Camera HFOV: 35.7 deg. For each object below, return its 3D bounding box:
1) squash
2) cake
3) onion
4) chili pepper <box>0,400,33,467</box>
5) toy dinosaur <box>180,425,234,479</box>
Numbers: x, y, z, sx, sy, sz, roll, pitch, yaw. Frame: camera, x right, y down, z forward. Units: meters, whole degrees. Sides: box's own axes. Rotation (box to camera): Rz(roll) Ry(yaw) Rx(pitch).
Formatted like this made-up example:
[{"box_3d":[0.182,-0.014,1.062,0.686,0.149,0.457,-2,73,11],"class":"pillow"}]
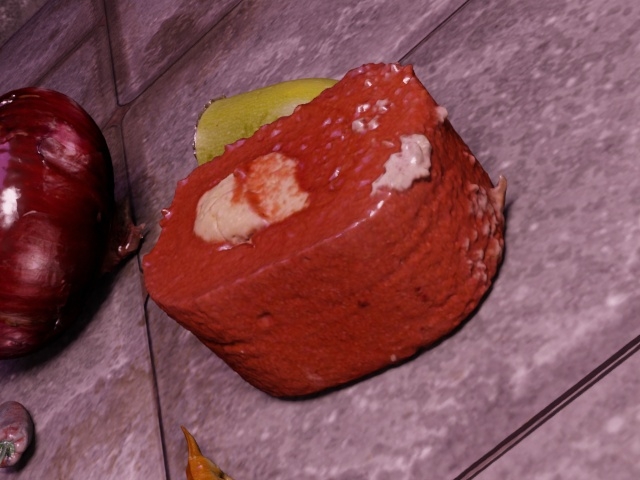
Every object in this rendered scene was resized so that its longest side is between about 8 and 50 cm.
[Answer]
[{"box_3d":[-0.021,-0.097,0.930,0.186,0.123,0.123,-11,45,40],"class":"squash"},{"box_3d":[0.000,0.000,0.754,0.282,0.151,0.177,-26,32,22],"class":"cake"},{"box_3d":[-0.322,-0.011,1.113,0.314,0.232,0.314,-53,26,41],"class":"onion"},{"box_3d":[-0.319,0.200,1.020,0.050,0.041,0.153,-29,12,-9],"class":"chili pepper"},{"box_3d":[-0.087,0.178,0.760,0.026,0.041,0.113,-46,25,8],"class":"toy dinosaur"}]
